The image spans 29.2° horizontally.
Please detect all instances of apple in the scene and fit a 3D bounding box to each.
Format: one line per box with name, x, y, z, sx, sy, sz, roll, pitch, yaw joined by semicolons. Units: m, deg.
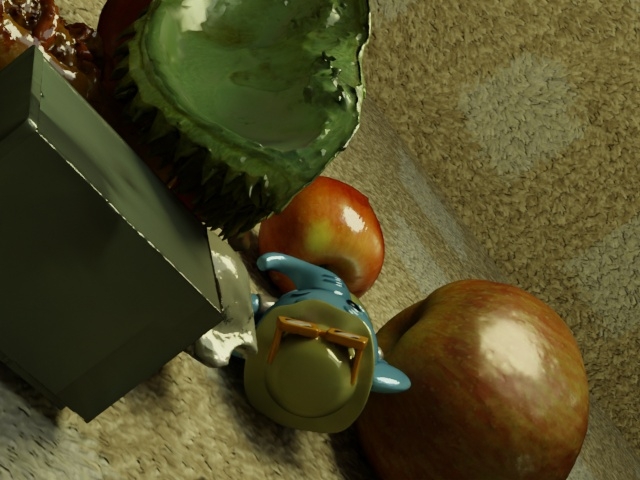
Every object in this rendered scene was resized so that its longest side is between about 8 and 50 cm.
apple;0.161;0.177;1.425;0.250;0.277;0.309;29;10;-26
apple;0.000;0.000;1.512;0.163;0.163;0.139;46;25;-32

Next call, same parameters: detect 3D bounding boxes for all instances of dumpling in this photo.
dumpling;-0.121;0.039;1.108;0.136;0.118;0.199;19;34;-57

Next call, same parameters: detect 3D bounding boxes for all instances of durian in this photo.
durian;-0.063;-0.162;1.078;0.163;0.198;0.394;48;36;-29

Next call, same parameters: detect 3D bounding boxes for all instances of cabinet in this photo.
cabinet;-0.196;-0.002;0.904;0.206;0.150;0.145;48;11;-29

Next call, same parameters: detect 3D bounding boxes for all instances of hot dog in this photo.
hot dog;-0.255;-0.162;1.075;0.349;0.117;0.158;43;-8;-39

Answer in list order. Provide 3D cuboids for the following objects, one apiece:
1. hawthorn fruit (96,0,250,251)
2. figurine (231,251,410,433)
hawthorn fruit;-0.117;-0.170;1.329;0.295;0.295;0.311;46;41;-32
figurine;-0.017;0.109;1.301;0.180;0.154;0.262;41;1;-18
